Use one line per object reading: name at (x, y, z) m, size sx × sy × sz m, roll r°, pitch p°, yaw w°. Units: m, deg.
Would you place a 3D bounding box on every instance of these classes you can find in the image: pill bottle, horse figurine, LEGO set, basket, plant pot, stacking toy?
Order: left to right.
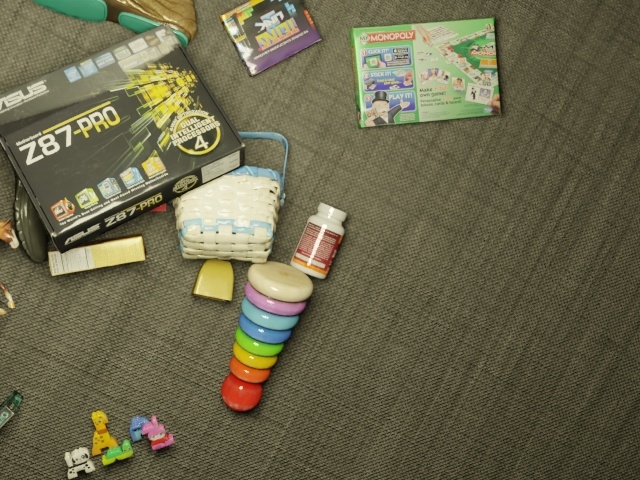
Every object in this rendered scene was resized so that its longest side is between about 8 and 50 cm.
horse figurine at (-0.694, 0.079, 1.772) m, size 0.263 × 0.066 × 0.174 m, roll -21°, pitch 85°, yaw 23°
LEGO set at (-0.434, 0.405, 1.888) m, size 0.227 × 0.087 × 0.093 m, roll -18°, pitch 113°, yaw -8°
plant pot at (-0.224, 0.081, 1.903) m, size 0.081 × 0.081 × 0.083 m, roll 12°, pitch 83°, yaw -11°
basket at (-0.197, -0.104, 1.842) m, size 0.255 × 0.201 × 0.288 m, roll 4°, pitch 67°, yaw -7°
stacking toy at (-0.125, 0.215, 1.889) m, size 0.141 × 0.141 × 0.330 m, roll 14°, pitch 110°, yaw -11°
pill bottle at (0.000, 0.000, 1.928) m, size 0.086 × 0.086 × 0.151 m, roll 22°, pitch 92°, yaw -11°

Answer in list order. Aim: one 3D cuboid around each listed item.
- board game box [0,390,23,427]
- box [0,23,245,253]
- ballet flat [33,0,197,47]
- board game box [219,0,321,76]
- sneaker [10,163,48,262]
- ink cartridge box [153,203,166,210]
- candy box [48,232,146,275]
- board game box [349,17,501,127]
board game box at (-0.688, 0.393, 1.824) m, size 0.186 × 0.126 × 0.026 m, roll -45°, pitch 101°, yaw -3°
box at (-0.388, -0.200, 1.704) m, size 0.395 × 0.097 × 0.318 m, roll -27°, pitch 71°, yaw -15°
ballet flat at (-0.410, -0.495, 1.808) m, size 0.343 × 0.116 × 0.124 m, roll 14°, pitch 71°, yaw -12°
board game box at (-0.105, -0.445, 1.889) m, size 0.170 × 0.048 × 0.141 m, roll -30°, pitch 98°, yaw -6°
sneaker at (-0.559, -0.097, 1.818) m, size 0.130 × 0.109 × 0.286 m, roll -3°, pitch 100°, yaw -20°
ink cartridge box at (-0.404, -0.128, 1.819) m, size 0.176 × 0.127 × 0.128 m, roll -3°, pitch 104°, yaw -9°
candy box at (-0.454, 0.027, 1.840) m, size 0.187 × 0.109 × 0.053 m, roll -9°, pitch 96°, yaw -8°
board game box at (0.230, -0.365, 1.956) m, size 0.318 × 0.046 × 0.213 m, roll -6°, pitch 95°, yaw -9°
